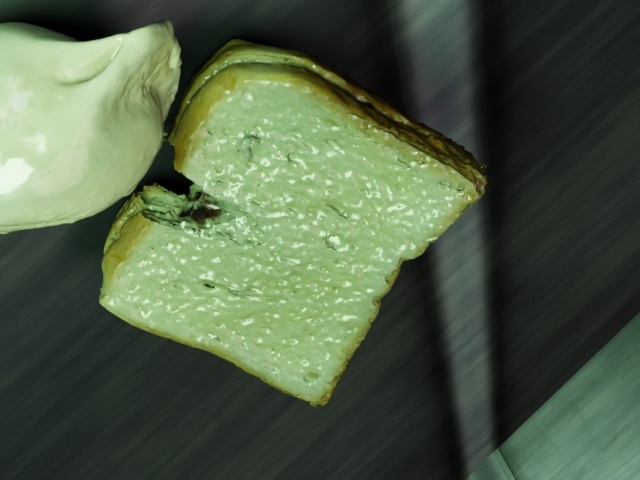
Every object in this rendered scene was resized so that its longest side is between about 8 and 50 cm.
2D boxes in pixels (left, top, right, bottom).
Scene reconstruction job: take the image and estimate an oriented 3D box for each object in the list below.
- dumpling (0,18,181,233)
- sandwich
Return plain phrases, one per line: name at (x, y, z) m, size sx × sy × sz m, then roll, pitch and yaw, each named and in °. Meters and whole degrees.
dumpling at (-0.196, -0.058, 0.617) m, size 0.252 × 0.131 × 0.179 m, roll -31°, pitch 174°, yaw -3°
sandwich at (-0.034, -0.016, 0.784) m, size 0.249 × 0.095 × 0.273 m, roll 26°, pitch 114°, yaw -18°
